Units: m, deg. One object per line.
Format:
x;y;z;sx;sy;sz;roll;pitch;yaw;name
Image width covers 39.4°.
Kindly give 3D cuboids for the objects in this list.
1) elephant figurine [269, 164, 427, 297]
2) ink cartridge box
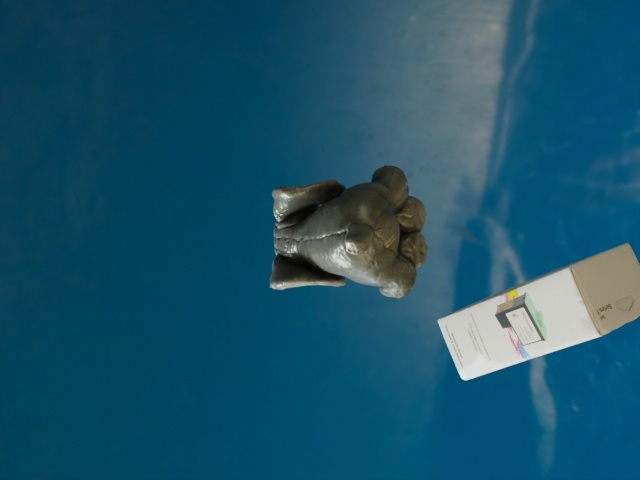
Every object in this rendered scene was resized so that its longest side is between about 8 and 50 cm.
0.000;0.000;1.123;0.186;0.239;0.169;56;-137;-42;elephant figurine
0.366;0.116;1.452;0.201;0.278;0.117;-15;-100;-45;ink cartridge box
